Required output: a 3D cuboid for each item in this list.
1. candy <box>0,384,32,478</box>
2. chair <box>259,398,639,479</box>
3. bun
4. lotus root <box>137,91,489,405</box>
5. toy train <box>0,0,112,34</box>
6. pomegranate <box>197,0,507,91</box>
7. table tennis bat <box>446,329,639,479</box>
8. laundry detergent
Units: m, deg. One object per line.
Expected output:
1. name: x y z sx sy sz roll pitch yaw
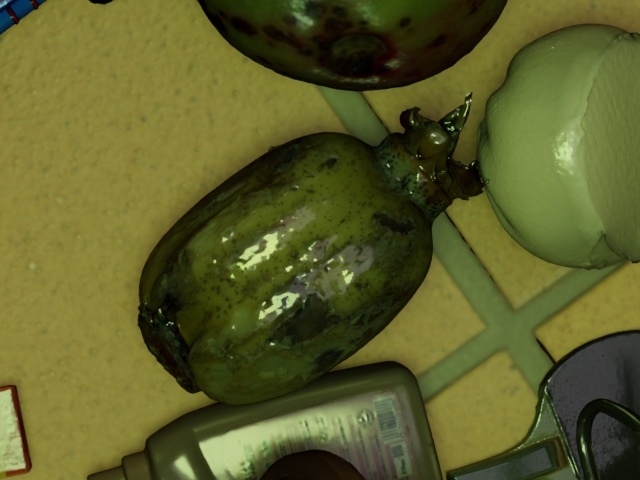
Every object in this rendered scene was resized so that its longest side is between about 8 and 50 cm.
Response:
1. candy: -0.265 0.141 1.347 0.122 0.038 0.062 -11 91 -7
2. chair: 0.111 0.222 1.230 0.401 0.226 0.226 -9 91 -25
3. bun: 0.170 -0.065 1.354 0.120 0.173 0.173 0 89 37
4. lotus root: 0.001 0.001 1.326 0.278 0.154 0.154 -39 94 0
5. toy train: -0.205 -0.201 1.336 0.204 0.083 0.131 -37 96 -5
6. pomegranate: 0.026 -0.254 1.293 0.242 0.242 0.306 11 83 -7
7. table tennis bat: 0.195 0.142 1.415 0.220 0.019 0.130 -20 91 -8
8. laundry detergent: -0.032 0.190 1.357 0.237 0.076 0.171 -16 95 -7
